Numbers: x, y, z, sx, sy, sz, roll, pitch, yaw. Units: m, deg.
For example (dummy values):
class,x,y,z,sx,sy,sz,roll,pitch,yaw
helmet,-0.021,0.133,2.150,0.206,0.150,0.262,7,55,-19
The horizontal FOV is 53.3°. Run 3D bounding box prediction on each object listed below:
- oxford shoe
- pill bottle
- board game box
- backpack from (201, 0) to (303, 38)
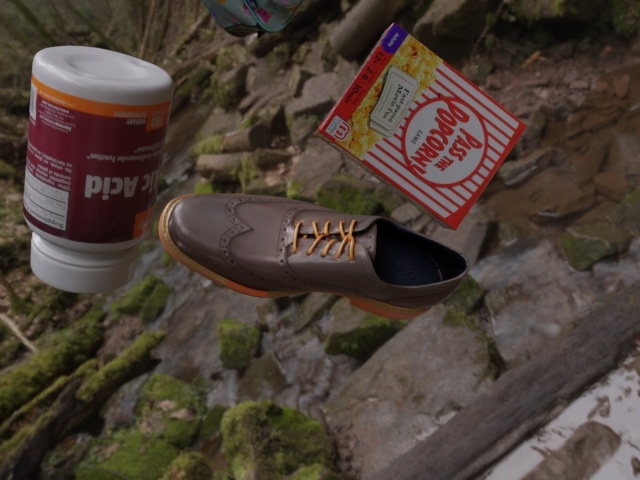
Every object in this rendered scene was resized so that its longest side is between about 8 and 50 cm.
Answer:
class,x,y,z,sx,sy,sz,roll,pitch,yaw
oxford shoe,0.000,0.000,0.745,0.133,0.364,0.130,138,140,-61
pill bottle,-0.397,-0.118,1.123,0.224,0.224,0.392,-112,34,-58
board game box,0.114,-0.125,0.724,0.146,0.193,0.045,-56,10,-1
backpack,-0.073,-0.320,0.633,0.166,0.188,0.144,-55,31,-15
